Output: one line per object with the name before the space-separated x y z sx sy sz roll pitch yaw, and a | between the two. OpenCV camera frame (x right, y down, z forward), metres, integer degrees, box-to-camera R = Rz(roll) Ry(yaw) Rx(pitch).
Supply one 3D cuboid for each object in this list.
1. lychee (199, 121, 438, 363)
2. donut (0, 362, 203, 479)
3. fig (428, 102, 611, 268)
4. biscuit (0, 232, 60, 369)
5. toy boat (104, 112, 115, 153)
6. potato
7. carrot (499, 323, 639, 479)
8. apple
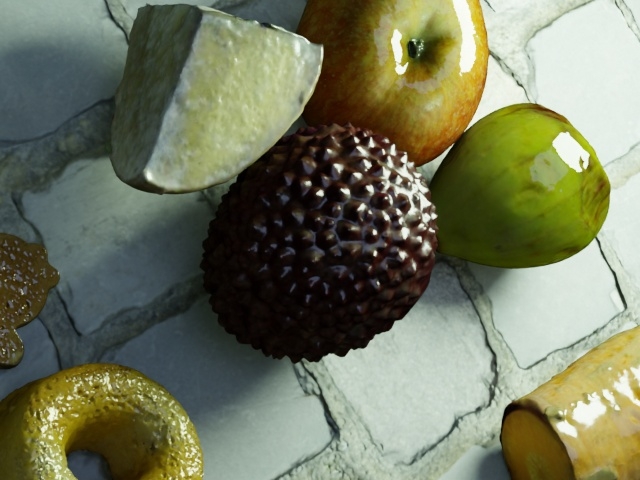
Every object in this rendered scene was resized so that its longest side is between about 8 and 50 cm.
lychee | 0.000 0.000 1.863 0.330 0.306 0.306 -25 87 -32
donut | -0.262 0.264 1.725 0.277 0.108 0.278 18 54 -27
fig | 0.270 -0.062 2.065 0.271 0.239 0.239 -30 90 5
biscuit | -0.420 0.079 1.777 0.166 0.036 0.225 39 59 -13
toy boat | -0.226 -0.168 1.927 0.089 0.071 0.185 46 61 -6
potato | -0.149 -0.163 1.850 0.189 0.211 0.264 23 81 -32
carrot | 0.430 0.250 2.054 0.340 0.224 0.224 -20 85 -24
apple | 0.104 -0.261 2.010 0.277 0.250 0.309 -10 73 -26
